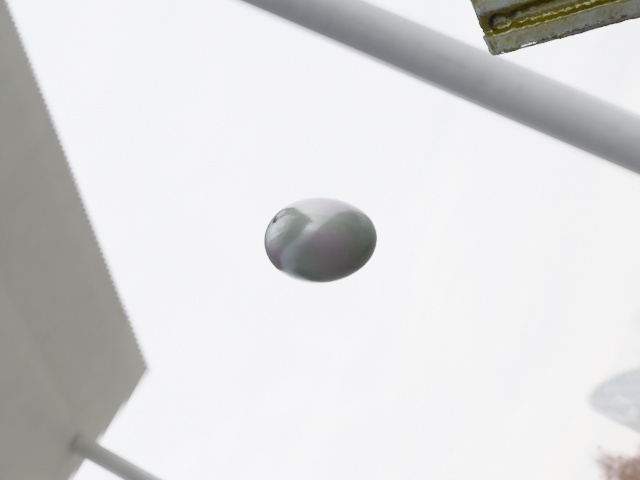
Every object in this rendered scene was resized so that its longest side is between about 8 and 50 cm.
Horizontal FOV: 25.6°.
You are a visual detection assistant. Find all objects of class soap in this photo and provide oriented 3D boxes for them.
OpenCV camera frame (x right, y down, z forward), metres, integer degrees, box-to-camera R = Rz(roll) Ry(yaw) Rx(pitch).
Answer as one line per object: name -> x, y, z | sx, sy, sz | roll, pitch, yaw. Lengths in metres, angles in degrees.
soap -> 0.286, -0.309, 1.647 | 0.076, 0.233, 0.135 | -34, -73, -46

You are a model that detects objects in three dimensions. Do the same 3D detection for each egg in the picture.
egg -> 0.000, 0.000, 1.666 | 0.103, 0.135, 0.103 | -2, -90, -82
